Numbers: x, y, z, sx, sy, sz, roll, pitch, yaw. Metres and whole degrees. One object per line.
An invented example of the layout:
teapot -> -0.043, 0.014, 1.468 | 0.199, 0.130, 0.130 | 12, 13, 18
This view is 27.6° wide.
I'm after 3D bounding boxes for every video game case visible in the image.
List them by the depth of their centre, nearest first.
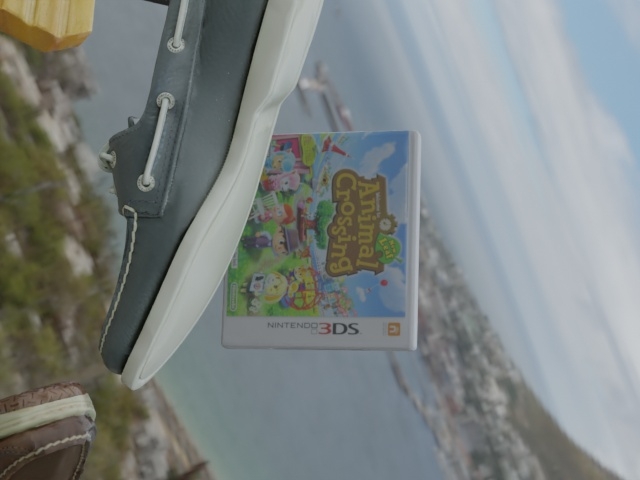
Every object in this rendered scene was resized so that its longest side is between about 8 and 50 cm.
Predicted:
video game case -> 0.000, 0.000, 1.266 | 0.023, 0.193, 0.213 | 29, 62, -72

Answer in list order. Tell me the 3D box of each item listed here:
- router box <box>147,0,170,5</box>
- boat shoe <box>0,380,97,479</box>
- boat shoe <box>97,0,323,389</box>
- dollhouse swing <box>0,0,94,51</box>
router box -> -0.166, -0.293, 1.243 | 0.046, 0.178, 0.133 | -54, 150, -36
boat shoe -> -0.181, 0.168, 0.778 | 0.095, 0.095, 0.257 | 64, -33, 16
boat shoe -> -0.094, -0.058, 0.882 | 0.116, 0.099, 0.320 | -20, 132, -79
dollhouse swing -> -0.309, -0.433, 1.359 | 0.346, 0.315, 0.305 | 27, 25, -29
